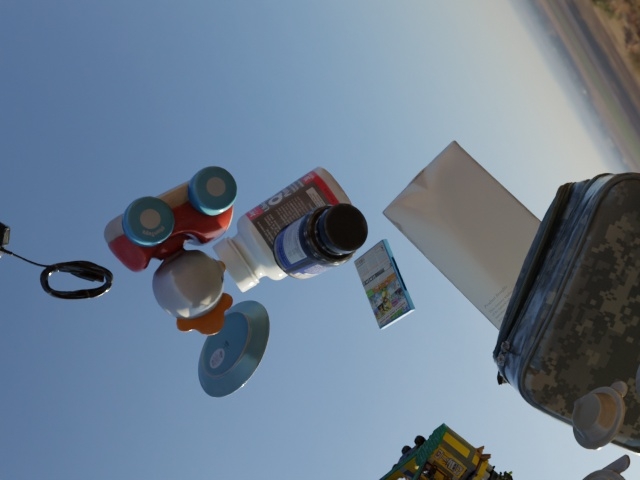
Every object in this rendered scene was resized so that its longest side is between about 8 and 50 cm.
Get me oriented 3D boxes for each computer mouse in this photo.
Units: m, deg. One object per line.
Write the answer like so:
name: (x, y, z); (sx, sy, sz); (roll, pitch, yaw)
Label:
computer mouse: (-0.355, 0.012, 0.821); (0.242, 0.071, 0.041); (29, 178, -35)

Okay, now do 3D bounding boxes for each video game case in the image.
video game case: (0.136, 0.096, 1.543); (0.015, 0.119, 0.166); (-7, -112, -37)

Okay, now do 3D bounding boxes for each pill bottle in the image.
pill bottle: (0.000, 0.000, 1.400); (0.123, 0.219, 0.122); (7, -106, -26)
pill bottle: (-0.083, -0.019, 1.655); (0.176, 0.319, 0.176); (55, 174, 9)

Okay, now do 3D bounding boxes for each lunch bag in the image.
lunch bag: (0.344, 0.078, 0.869); (0.213, 0.305, 0.256); (22, -175, 3)

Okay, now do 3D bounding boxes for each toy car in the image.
toy car: (-0.205, 0.033, 1.140); (0.210, 0.219, 0.237); (-29, -84, -25)

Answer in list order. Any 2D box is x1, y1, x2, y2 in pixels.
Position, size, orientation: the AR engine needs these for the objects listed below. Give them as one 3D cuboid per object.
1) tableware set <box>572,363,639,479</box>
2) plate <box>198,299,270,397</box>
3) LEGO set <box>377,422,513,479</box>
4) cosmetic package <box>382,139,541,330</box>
tableware set: (0.239, 0.152, 0.533); (0.020, 0.141, 0.168); (29, -132, -15)
plate: (-0.164, 0.189, 1.276); (0.024, 0.188, 0.188); (36, -148, -36)
LEGO set: (0.129, 0.400, 0.821); (0.192, 0.255, 0.331); (38, -144, 3)
cosmetic package: (0.337, 0.008, 1.447); (0.385, 0.217, 0.156); (49, -171, 20)
